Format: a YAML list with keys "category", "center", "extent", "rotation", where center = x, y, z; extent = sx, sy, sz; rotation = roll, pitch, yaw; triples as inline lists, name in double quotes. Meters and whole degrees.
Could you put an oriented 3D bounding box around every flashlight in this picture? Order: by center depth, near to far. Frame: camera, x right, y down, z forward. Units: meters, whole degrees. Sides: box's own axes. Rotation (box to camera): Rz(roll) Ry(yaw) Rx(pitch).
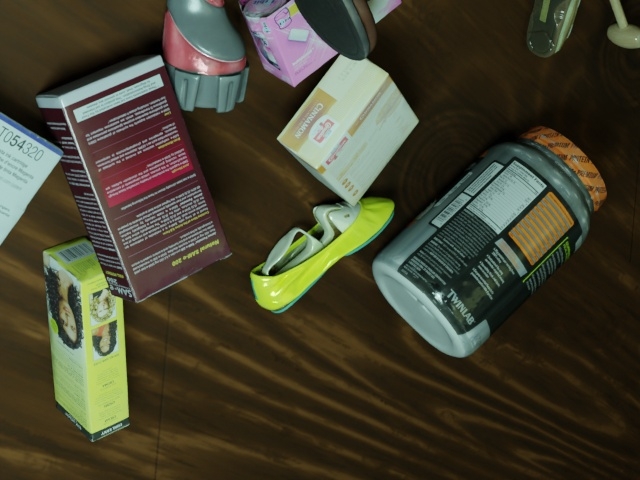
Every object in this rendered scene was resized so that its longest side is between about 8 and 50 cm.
- category: "flashlight"
  center: [-0.113, -0.292, 1.473]
  extent: [0.103, 0.103, 0.304]
  rotation: [-12, 125, -37]

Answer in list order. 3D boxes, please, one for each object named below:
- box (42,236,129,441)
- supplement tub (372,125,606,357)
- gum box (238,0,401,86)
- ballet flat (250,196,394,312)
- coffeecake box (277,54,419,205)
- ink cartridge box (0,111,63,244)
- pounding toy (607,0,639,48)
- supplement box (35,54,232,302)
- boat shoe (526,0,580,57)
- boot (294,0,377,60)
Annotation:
- category: "box"
  center: [-0.273, 0.117, 1.613]
  extent: [0.058, 0.087, 0.232]
  rotation: [-23, 129, -33]
- category: "supplement tub"
  center: [0.242, -0.004, 1.938]
  extent: [0.316, 0.193, 0.193]
  rotation: [-42, 138, -13]
- category: "gum box"
  center: [-0.003, -0.277, 1.618]
  extent: [0.188, 0.062, 0.107]
  rotation: [-40, 137, -16]
- category: "ballet flat"
  center: [0.000, 0.000, 1.808]
  extent: [0.231, 0.077, 0.077]
  rotation: [-40, 121, -13]
- category: "coffeecake box"
  center: [0.038, -0.137, 1.704]
  extent: [0.142, 0.068, 0.185]
  rotation: [-53, 160, -1]
- category: "ink cartridge box"
  center: [-0.452, -0.023, 1.335]
  extent: [0.330, 0.071, 0.324]
  rotation: [-56, 147, -2]
- category: "pounding toy"
  center: [0.500, -0.385, 1.954]
  extent: [0.155, 0.154, 0.269]
  rotation: [-9, 122, -40]
- category: "supplement box"
  center: [-0.201, -0.068, 1.500]
  extent: [0.130, 0.073, 0.239]
  rotation: [-27, 109, -28]
- category: "boat shoe"
  center: [0.335, -0.348, 1.901]
  extent: [0.072, 0.068, 0.190]
  rotation: [-29, 144, -44]
- category: "boot"
  center: [0.076, -0.371, 1.562]
  extent: [0.280, 0.096, 0.264]
  rotation: [-31, 96, -27]
